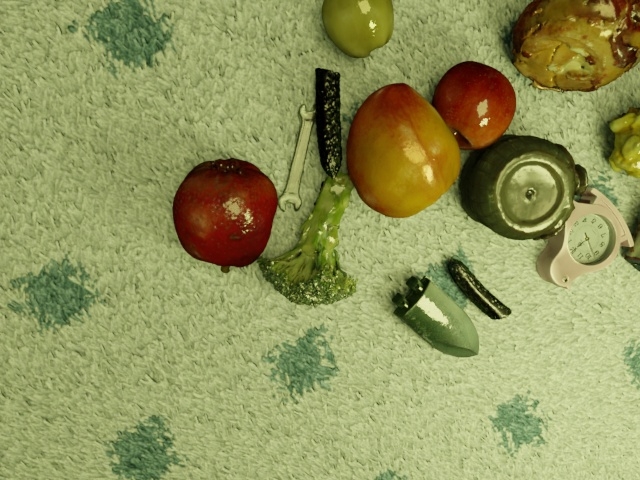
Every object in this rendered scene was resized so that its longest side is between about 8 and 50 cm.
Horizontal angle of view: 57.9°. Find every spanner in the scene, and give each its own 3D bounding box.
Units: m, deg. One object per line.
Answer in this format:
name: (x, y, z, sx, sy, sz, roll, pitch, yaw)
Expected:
spanner: (-0.059, -0.223, 1.567, 0.071, 0.017, 0.302, 11, 96, -10)

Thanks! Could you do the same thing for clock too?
clock: (0.727, -0.027, 1.682, 0.275, 0.080, 0.290, -38, 101, -3)

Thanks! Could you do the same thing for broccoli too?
broccoli: (0.018, 0.008, 1.534, 0.252, 0.221, 0.361, 36, 91, 24)

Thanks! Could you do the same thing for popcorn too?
popcorn: (0.949, -0.288, 1.618, 0.286, 0.215, 0.252, -28, 107, 0)

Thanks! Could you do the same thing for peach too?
peach: (0.194, -0.227, 1.473, 0.289, 0.289, 0.308, -42, 110, -2)

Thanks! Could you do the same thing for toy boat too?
toy boat: (0.347, 0.237, 1.656, 0.319, 0.092, 0.141, 41, 89, -19)

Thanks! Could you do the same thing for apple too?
apple: (0.098, -0.567, 1.465, 0.200, 0.200, 0.200, -1, 98, -9)
apple: (0.398, -0.352, 1.518, 0.218, 0.218, 0.201, 35, 84, -11)

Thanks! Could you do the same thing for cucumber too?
cucumber: (0.449, 0.145, 1.673, 0.245, 0.067, 0.067, 42, 90, -9)
cucumber: (0.020, -0.304, 1.513, 0.072, 0.072, 0.300, 0, 85, -9)

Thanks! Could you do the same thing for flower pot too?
flower pot: (0.541, -0.143, 1.559, 0.301, 0.213, 0.302, -2, 105, -7)

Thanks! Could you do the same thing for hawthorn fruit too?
hawthorn fruit: (-0.242, -0.049, 1.452, 0.265, 0.265, 0.307, 7, 118, -10)

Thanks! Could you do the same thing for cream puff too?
cream puff: (0.673, -0.540, 1.488, 0.350, 0.350, 0.229, 27, 74, -11)

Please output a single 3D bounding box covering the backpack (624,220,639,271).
backpack: (1.040, -0.019, 1.611, 0.197, 0.317, 0.283, 15, 94, -12)
